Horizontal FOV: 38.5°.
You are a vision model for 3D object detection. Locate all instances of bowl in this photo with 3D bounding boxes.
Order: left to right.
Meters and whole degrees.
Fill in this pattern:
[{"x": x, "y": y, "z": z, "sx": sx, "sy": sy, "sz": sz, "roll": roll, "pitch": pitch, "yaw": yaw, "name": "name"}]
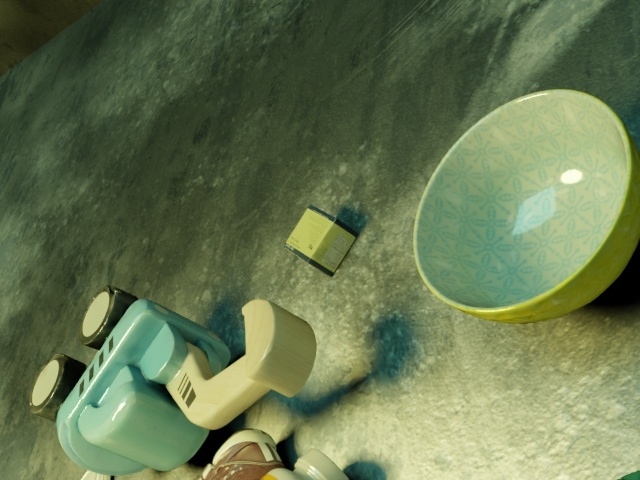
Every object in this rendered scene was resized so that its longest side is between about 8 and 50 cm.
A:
[{"x": 0.268, "y": -0.015, "z": 1.081, "sx": 0.289, "sy": 0.156, "sz": 0.289, "roll": -29, "pitch": 43, "yaw": 32, "name": "bowl"}]

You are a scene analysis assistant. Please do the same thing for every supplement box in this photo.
[{"x": 0.000, "y": 0.000, "z": 1.467, "sx": 0.083, "sy": 0.056, "sz": 0.083, "roll": -58, "pitch": 36, "yaw": -2, "name": "supplement box"}]

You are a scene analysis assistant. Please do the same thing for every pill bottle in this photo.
[{"x": -0.058, "y": 0.365, "z": 1.160, "sx": 0.208, "sy": 0.117, "sz": 0.118, "roll": -39, "pitch": 30, "yaw": -23, "name": "pill bottle"}]

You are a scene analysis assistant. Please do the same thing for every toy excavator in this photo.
[{"x": -0.215, "y": 0.223, "z": 1.385, "sx": 0.432, "sy": 0.222, "sz": 0.445, "roll": -54, "pitch": 32, "yaw": 5, "name": "toy excavator"}]

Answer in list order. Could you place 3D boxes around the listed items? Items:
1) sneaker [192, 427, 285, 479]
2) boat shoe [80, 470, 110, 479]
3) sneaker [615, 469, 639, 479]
[{"x": -0.141, "y": 0.411, "z": 1.282, "sx": 0.281, "sy": 0.106, "sz": 0.162, "roll": -53, "pitch": 39, "yaw": 4, "name": "sneaker"}, {"x": -0.431, "y": 0.471, "z": 1.604, "sx": 0.066, "sy": 0.063, "sz": 0.184, "roll": 15, "pitch": 76, "yaw": 53, "name": "boat shoe"}, {"x": 0.236, "y": 0.295, "z": 0.819, "sx": 0.302, "sy": 0.121, "sz": 0.108, "roll": -34, "pitch": 49, "yaw": -23, "name": "sneaker"}]
